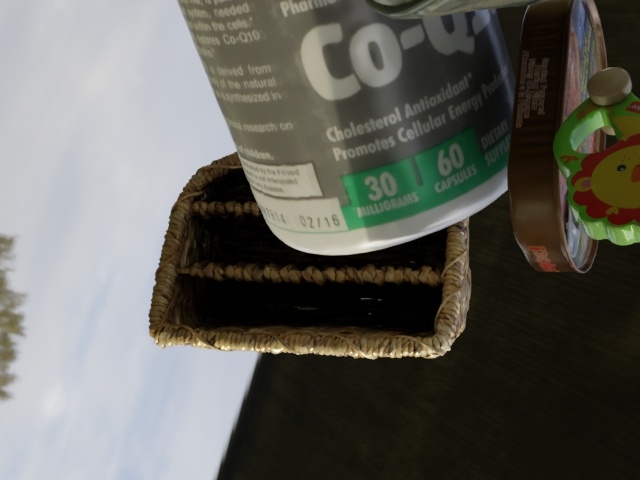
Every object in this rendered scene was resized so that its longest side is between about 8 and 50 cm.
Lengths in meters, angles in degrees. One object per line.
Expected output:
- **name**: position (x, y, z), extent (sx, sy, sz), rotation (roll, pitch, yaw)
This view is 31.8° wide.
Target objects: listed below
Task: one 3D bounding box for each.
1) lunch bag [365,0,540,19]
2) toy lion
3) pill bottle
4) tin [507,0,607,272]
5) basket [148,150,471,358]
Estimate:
- **lunch bag**: position (0.136, -0.277, 0.536), extent (0.212, 0.256, 0.305), rotation (-22, -98, 59)
- **toy lion**: position (0.161, -0.040, 0.581), extent (0.096, 0.034, 0.100), rotation (-45, -138, -17)
- **pill bottle**: position (0.000, -0.190, 0.745), extent (0.204, 0.361, 0.204), rotation (-18, -156, 8)
- **tin**: position (0.153, -0.070, 0.711), extent (0.040, 0.106, 0.189), rotation (-5, -118, 30)
- **basket**: position (0.000, 0.000, 1.125), extent (0.223, 0.299, 0.213), rotation (-2, 94, -78)
